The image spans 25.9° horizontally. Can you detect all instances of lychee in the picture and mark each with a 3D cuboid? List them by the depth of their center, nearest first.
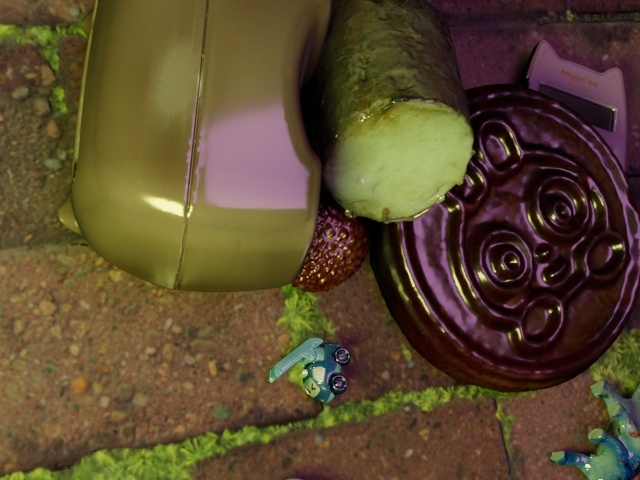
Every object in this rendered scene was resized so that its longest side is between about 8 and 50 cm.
[{"bbox_3d":[-0.001,-0.001,1.664,0.123,0.123,0.129,44,57,-13],"label":"lychee"}]

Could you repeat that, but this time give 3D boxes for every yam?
[{"bbox_3d":[0.079,-0.177,1.669,0.195,0.195,0.300,22,36,-23],"label":"yam"}]

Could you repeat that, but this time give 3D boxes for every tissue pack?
[{"bbox_3d":[-0.137,-0.147,1.535,0.277,0.267,0.387,6,72,-10],"label":"tissue pack"}]

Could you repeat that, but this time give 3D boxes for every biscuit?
[{"bbox_3d":[0.254,-0.006,1.809,0.408,0.091,0.407,4,80,-23],"label":"biscuit"}]

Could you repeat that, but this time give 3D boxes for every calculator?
[{"bbox_3d":[0.345,-0.122,1.948,0.194,0.043,0.294,16,73,-27],"label":"calculator"}]

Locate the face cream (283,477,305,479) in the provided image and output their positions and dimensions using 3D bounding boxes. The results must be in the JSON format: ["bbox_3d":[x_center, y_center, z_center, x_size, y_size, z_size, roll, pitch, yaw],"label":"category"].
[{"bbox_3d":[-0.076,0.386,1.510,0.144,0.071,0.291,49,49,4],"label":"face cream"}]

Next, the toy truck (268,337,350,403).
[{"bbox_3d":[-0.014,0.154,1.658,0.090,0.056,0.073,12,66,-13],"label":"toy truck"}]

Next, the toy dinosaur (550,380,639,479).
[{"bbox_3d":[0.394,0.267,1.848,0.144,0.076,0.329,35,64,-26],"label":"toy dinosaur"}]
